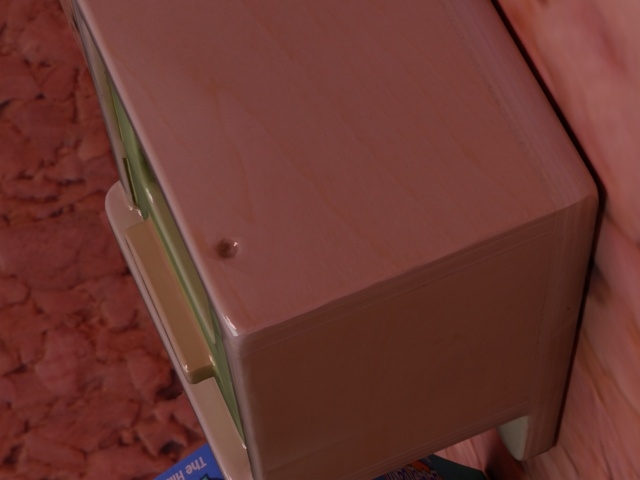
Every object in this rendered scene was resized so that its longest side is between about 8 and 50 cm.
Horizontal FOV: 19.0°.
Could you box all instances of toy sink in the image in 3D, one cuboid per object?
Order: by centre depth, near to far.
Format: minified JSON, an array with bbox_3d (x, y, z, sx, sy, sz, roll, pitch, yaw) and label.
[{"bbox_3d":[0.000,0.000,0.693,0.234,0.131,0.153,85,161,-64],"label":"toy sink"}]

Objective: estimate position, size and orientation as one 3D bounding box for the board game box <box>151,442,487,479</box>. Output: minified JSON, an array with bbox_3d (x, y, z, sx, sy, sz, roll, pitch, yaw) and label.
[{"bbox_3d":[-0.022,0.145,0.849,0.210,0.160,0.047,28,-149,-59],"label":"board game box"}]
